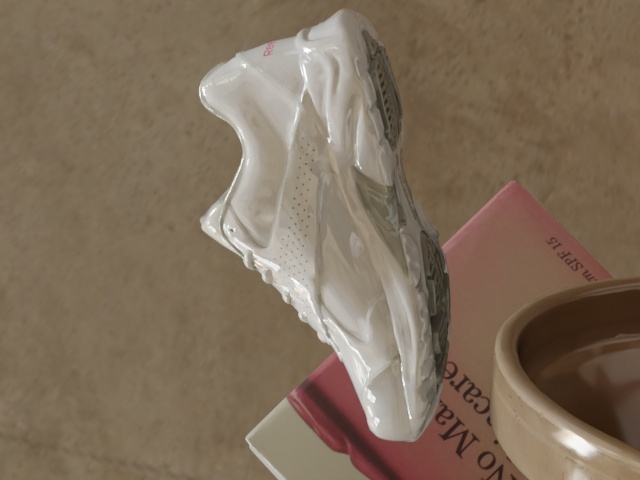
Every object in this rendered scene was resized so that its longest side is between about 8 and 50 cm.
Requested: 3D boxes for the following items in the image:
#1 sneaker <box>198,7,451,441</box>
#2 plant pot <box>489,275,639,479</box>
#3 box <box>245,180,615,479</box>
[{"bbox_3d":[0.000,0.000,0.806,0.115,0.090,0.232,-10,105,16],"label":"sneaker"},{"bbox_3d":[0.177,0.099,0.564,0.237,0.237,0.109,8,107,12],"label":"plant pot"},{"bbox_3d":[0.086,0.100,0.971,0.232,0.127,0.148,-44,83,-7],"label":"box"}]
